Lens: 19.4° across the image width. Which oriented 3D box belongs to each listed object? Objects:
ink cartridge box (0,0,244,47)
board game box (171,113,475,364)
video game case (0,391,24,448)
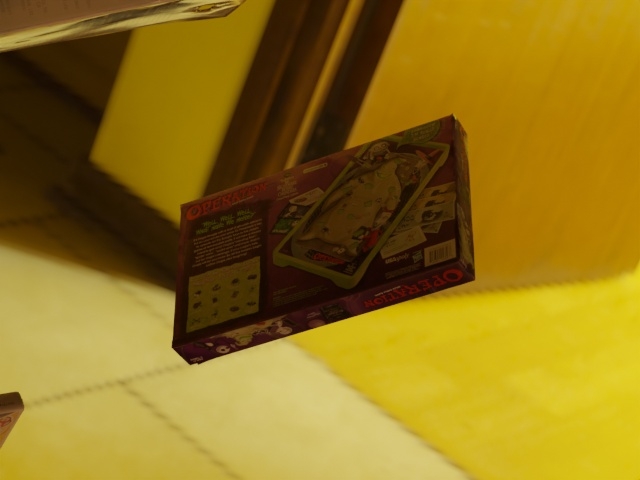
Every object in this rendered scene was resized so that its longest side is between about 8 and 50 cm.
[{"bbox_3d":[-0.234,-0.245,1.918,0.307,0.072,0.303,-14,4,-9],"label":"ink cartridge box"},{"bbox_3d":[0.000,0.000,2.048,0.056,0.347,0.208,47,34,-47],"label":"board game box"},{"bbox_3d":[-0.426,0.228,1.893,0.206,0.227,0.026,-8,62,-31],"label":"video game case"}]
